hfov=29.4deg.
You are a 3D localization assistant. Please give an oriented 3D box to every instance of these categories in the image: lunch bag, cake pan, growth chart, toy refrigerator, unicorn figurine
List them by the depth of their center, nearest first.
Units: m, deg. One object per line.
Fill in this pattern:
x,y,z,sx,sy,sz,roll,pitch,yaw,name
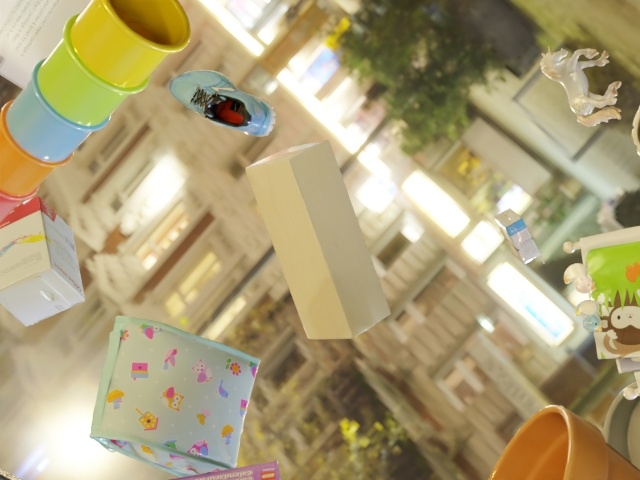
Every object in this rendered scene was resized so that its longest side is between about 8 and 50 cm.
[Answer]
0.424,0.090,1.599,0.021,0.172,0.237,37,-146,-72,growth chart
0.000,0.000,1.744,0.102,0.094,0.270,-8,107,50,toy refrigerator
0.394,-0.249,1.863,0.060,0.111,0.162,3,-109,-44,unicorn figurine
-0.260,0.265,2.052,0.262,0.223,0.160,25,154,-32,lunch bag
0.639,0.388,2.194,0.054,0.293,0.293,-8,-140,-37,cake pan

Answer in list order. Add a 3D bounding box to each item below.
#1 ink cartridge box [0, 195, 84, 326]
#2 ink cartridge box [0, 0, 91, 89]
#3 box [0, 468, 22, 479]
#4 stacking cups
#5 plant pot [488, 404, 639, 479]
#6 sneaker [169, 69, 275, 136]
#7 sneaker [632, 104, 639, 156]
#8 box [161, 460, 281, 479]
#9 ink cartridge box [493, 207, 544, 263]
-0.525,0.040,2.229,0.128,0.127,0.176,57,-170,-52,ink cartridge box
-0.475,-0.372,1.910,0.289,0.211,0.121,34,-175,-15,ink cartridge box
-0.538,0.395,1.686,0.175,0.220,0.051,38,174,-32,box
-0.246,-0.114,1.140,0.096,0.316,0.096,29,-143,-25,stacking cups
0.352,0.400,1.664,0.203,0.291,0.291,27,-172,-6,plant pot
-0.139,-0.190,1.638,0.162,0.063,0.073,23,-167,25,sneaker
0.406,-0.037,1.132,0.279,0.107,0.118,41,173,2,sneaker
-0.134,0.458,1.695,0.057,0.201,0.293,-105,5,-68,box
0.280,0.000,1.715,0.083,0.028,0.048,59,179,-24,ink cartridge box
